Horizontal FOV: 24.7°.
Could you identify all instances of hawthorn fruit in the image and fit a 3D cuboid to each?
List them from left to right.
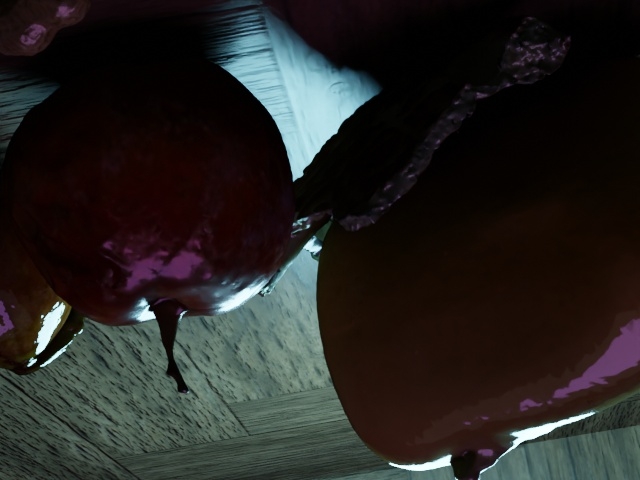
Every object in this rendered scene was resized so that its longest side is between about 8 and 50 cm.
[{"bbox_3d":[-0.133,-0.009,1.197,0.241,0.272,0.242,-12,174,-1],"label":"hawthorn fruit"}]

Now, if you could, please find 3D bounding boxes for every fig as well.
[{"bbox_3d":[-0.304,0.034,1.355,0.205,0.205,0.205,-8,160,-3],"label":"fig"}]

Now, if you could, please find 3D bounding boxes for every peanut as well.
[{"bbox_3d":[-0.204,-0.166,1.057,0.054,0.054,0.113,11,156,-43],"label":"peanut"}]

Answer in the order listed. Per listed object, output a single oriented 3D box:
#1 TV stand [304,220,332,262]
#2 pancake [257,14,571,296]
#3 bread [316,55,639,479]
[{"bbox_3d":[0.000,0.000,1.622,0.042,0.036,0.249,-16,159,23],"label":"TV stand"},{"bbox_3d":[0.059,-0.066,1.234,0.054,0.197,0.376,41,126,-17],"label":"pancake"},{"bbox_3d":[0.187,0.004,1.311,0.376,0.253,0.348,-23,-161,31],"label":"bread"}]
